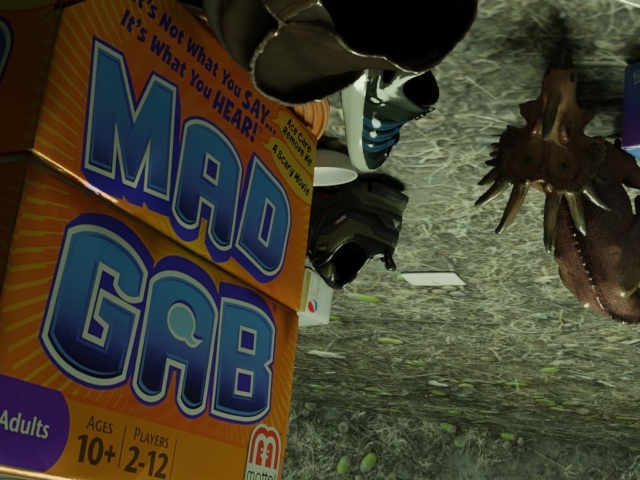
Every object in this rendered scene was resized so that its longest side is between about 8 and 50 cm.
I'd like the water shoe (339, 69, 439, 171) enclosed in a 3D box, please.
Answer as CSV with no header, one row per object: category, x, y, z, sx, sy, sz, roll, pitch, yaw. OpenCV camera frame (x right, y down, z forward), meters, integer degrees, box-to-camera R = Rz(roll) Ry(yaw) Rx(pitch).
water shoe,0.062,-0.114,0.823,0.080,0.073,0.203,3,161,8

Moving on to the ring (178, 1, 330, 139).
ring,-0.158,-0.141,0.885,0.336,0.032,0.336,5,161,2

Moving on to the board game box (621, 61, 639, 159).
board game box,0.441,-0.096,0.703,0.233,0.078,0.347,23,156,-38

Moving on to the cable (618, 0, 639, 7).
cable,0.208,-0.209,0.459,0.257,0.089,0.257,13,162,-16

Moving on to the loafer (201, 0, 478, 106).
loafer,0.014,-0.145,0.559,0.133,0.130,0.366,-24,173,-10

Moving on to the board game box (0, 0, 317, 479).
board game box,-0.251,0.019,0.776,0.356,0.356,0.356,-4,159,26

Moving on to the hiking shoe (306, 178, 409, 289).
hiking shoe,0.000,0.000,1.116,0.086,0.114,0.227,24,156,-38

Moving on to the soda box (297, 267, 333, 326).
soda box,-0.081,0.096,1.497,0.216,0.074,0.069,-9,155,42

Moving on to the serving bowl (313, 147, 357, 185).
serving bowl,-0.002,-0.080,1.007,0.083,0.027,0.083,0,170,0

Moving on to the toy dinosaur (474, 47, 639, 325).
toy dinosaur,0.232,-0.013,0.825,0.127,0.296,0.200,-29,-173,23

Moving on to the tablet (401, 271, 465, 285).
tablet,0.164,0.057,1.383,0.083,0.006,0.054,-1,159,28
